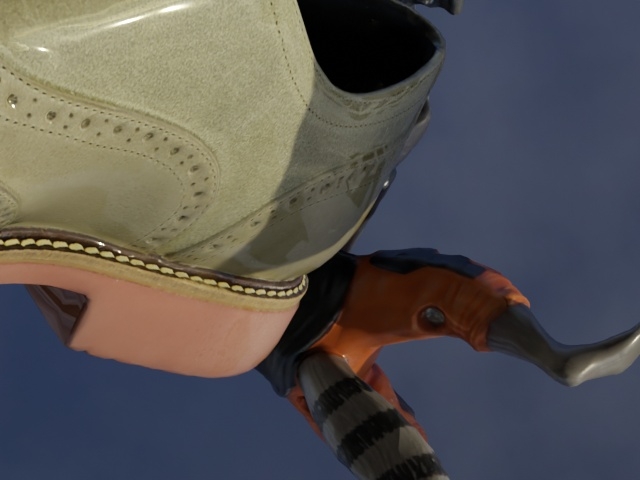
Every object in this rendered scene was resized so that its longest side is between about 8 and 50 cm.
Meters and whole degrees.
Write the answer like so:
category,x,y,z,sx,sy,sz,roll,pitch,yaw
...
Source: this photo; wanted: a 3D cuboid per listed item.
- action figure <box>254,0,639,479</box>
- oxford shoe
category,x,y,z,sx,sy,sz,roll,pitch,yaw
action figure,0.000,0.000,1.012,0.330,0.341,0.178,37,-131,16
oxford shoe,-0.101,-0.067,0.536,0.146,0.397,0.140,-49,-116,14
